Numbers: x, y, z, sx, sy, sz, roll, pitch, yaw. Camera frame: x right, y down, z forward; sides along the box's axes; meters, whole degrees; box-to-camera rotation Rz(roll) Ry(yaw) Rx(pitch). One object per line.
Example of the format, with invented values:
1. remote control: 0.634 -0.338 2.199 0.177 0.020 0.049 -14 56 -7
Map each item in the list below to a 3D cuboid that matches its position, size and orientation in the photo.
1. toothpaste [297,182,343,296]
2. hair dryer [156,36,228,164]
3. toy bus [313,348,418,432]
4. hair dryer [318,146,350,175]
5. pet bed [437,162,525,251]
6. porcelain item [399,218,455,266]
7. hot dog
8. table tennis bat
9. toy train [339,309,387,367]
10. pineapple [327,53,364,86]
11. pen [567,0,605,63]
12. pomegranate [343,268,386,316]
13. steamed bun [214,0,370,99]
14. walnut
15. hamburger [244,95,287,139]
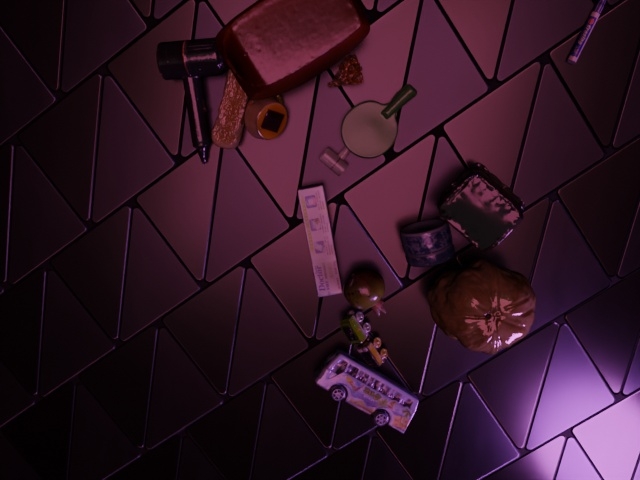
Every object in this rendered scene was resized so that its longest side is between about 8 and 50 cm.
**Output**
1. toothpaste: 0.000 0.000 1.728 0.081 0.067 0.337 -10 103 4
2. hair dryer: -0.341 -0.394 1.647 0.189 0.107 0.352 -4 110 6
3. toy bus: 0.144 0.473 1.811 0.329 0.109 0.136 31 92 -5
4. hair dryer: 0.068 -0.266 1.680 0.082 0.047 0.137 41 95 -6
5. pet bed: 0.459 -0.101 1.649 0.211 0.159 0.183 40 112 -1
6. porcelain item: 0.314 0.010 1.677 0.147 0.147 0.114 -15 104 5
7. hot dog: -0.247 -0.384 1.649 0.084 0.073 0.243 17 103 1
8. table tennis bat: 0.174 -0.350 1.646 0.257 0.039 0.160 -43 96 5
9. toy train: 0.134 0.309 1.778 0.060 0.081 0.202 -22 105 46
10. pineapple: 0.074 -0.466 1.631 0.114 0.077 0.114 -23 66 18
11. pen: 0.744 -0.591 1.587 0.025 0.025 0.204 23 102 -3
12. pomegranate: 0.149 0.152 1.732 0.159 0.129 0.129 23 104 -29
13. steamed bun: -0.071 -0.541 1.517 0.379 0.248 0.235 -31 97 4
14. walnut: 0.463 0.187 1.646 0.282 0.277 0.253 -28 92 -4
15. hamburger: -0.158 -0.358 1.631 0.081 0.126 0.141 35 125 36
